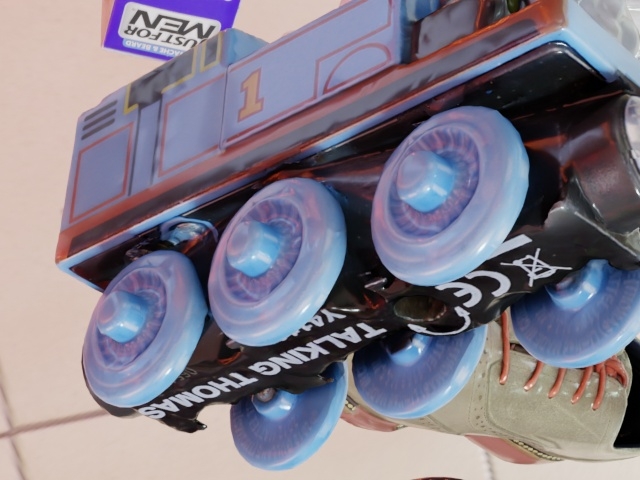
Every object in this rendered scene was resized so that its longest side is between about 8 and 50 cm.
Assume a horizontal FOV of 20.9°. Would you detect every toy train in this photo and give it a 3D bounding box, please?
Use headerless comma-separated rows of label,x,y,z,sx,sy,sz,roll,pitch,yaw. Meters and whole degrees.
toy train,0.009,-0.012,0.439,0.184,0.080,0.105,-24,51,36

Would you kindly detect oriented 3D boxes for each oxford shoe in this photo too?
oxford shoe,0.107,0.057,0.991,0.130,0.348,0.123,-1,77,35

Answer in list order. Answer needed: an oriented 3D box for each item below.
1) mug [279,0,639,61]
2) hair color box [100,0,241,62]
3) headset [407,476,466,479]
mug,0.144,-0.143,1.502,0.374,0.328,0.276,3,102,-20
hair color box,-0.087,-0.323,1.358,0.110,0.185,0.339,9,130,-13
headset,0.066,0.359,1.290,0.243,0.394,0.185,-23,123,24
